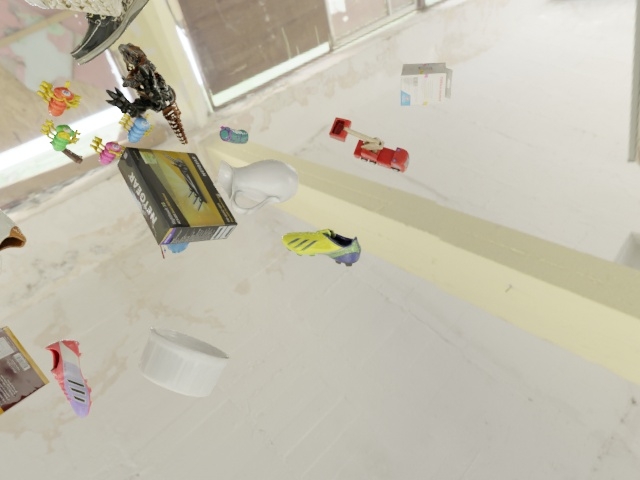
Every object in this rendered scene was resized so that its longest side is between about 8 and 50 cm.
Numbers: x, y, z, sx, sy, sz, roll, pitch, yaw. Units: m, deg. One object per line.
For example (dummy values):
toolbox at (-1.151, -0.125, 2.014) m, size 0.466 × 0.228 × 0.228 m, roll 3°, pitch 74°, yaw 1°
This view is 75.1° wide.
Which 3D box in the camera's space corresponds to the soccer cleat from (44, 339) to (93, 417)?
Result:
soccer cleat at (-0.779, 0.429, 1.286) m, size 0.083 × 0.248 × 0.095 m, roll -27°, pitch 165°, yaw 32°

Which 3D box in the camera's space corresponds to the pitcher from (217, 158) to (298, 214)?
pitcher at (-0.162, -0.143, 1.152) m, size 0.207 × 0.125 × 0.178 m, roll -4°, pitch -123°, yaw -30°

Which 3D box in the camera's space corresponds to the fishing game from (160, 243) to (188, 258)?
fishing game at (-0.680, -0.030, 1.994) m, size 0.264 × 0.041 × 0.189 m, roll -31°, pitch -108°, yaw 24°

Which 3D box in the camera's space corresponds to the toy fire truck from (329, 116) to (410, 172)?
toy fire truck at (0.124, -0.229, 1.012) m, size 0.191 × 0.135 × 0.047 m, roll 21°, pitch -94°, yaw 14°

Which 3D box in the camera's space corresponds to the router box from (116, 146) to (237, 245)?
router box at (-0.427, -0.137, 1.253) m, size 0.242 × 0.081 × 0.309 m, roll -9°, pitch -121°, yaw -53°

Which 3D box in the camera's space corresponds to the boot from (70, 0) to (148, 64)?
boot at (-0.461, -0.486, 0.812) m, size 0.085 × 0.178 × 0.237 m, roll 18°, pitch -108°, yaw 43°

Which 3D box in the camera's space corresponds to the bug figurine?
bug figurine at (-0.600, -0.295, 1.106) m, size 0.216 × 0.278 × 0.072 m, roll -41°, pitch -128°, yaw 33°

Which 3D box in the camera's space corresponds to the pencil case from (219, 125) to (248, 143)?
pencil case at (-0.384, -0.468, 1.851) m, size 0.064 × 0.070 × 0.151 m, roll -22°, pitch 179°, yaw 21°

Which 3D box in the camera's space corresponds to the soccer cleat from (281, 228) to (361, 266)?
soccer cleat at (0.001, -0.001, 1.397) m, size 0.288 × 0.121 × 0.093 m, roll 13°, pitch -142°, yaw 22°

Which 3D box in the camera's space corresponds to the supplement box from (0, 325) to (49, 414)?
supplement box at (-0.825, 0.345, 1.013) m, size 0.129 × 0.191 × 0.194 m, roll -34°, pitch -176°, yaw 0°

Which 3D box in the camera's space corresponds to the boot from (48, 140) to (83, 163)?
boot at (-0.910, -0.322, 1.485) m, size 0.106 × 0.114 × 0.037 m, roll 18°, pitch -107°, yaw 50°

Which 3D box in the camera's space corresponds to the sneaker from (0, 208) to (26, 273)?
sneaker at (-0.677, 0.046, 0.764) m, size 0.105 × 0.123 × 0.290 m, roll -32°, pitch -161°, yaw 36°

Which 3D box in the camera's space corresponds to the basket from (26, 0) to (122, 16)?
basket at (-0.267, -0.312, 0.424) m, size 0.103 × 0.114 × 0.167 m, roll 6°, pitch -170°, yaw -16°

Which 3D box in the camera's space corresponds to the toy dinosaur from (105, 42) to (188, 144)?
toy dinosaur at (-0.507, -0.454, 1.277) m, size 0.164 × 0.322 × 0.218 m, roll -49°, pitch -172°, yaw 20°

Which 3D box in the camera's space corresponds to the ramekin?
ramekin at (-0.442, 0.390, 1.339) m, size 0.277 × 0.277 × 0.135 m, roll 15°, pitch -104°, yaw 35°

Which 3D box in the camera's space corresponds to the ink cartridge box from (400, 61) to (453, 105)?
ink cartridge box at (0.307, -0.454, 1.207) m, size 0.143 × 0.092 × 0.090 m, roll 3°, pitch -137°, yaw 13°
